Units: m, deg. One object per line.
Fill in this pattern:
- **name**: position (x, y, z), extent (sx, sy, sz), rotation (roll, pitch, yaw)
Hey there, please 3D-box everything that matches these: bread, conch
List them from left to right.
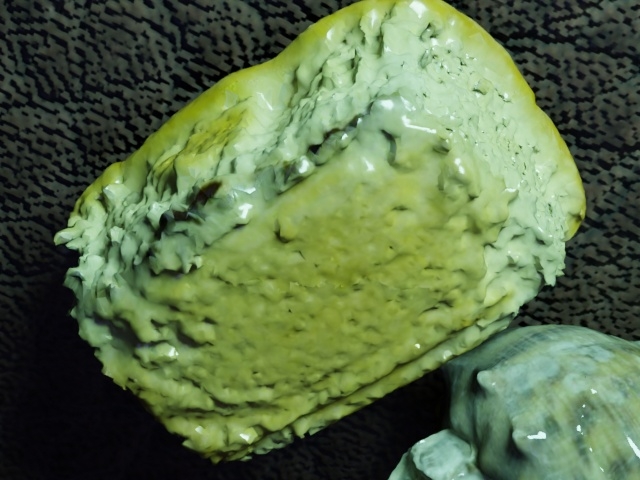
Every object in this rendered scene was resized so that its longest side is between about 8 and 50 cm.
- **bread**: position (0.000, 0.000, 0.722), extent (0.245, 0.121, 0.174), rotation (-34, 122, 18)
- **conch**: position (0.170, 0.146, 0.776), extent (0.291, 0.159, 0.210), rotation (-2, 120, 4)
